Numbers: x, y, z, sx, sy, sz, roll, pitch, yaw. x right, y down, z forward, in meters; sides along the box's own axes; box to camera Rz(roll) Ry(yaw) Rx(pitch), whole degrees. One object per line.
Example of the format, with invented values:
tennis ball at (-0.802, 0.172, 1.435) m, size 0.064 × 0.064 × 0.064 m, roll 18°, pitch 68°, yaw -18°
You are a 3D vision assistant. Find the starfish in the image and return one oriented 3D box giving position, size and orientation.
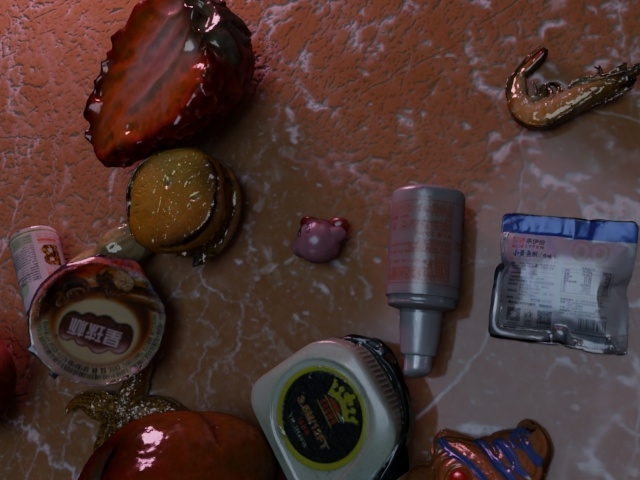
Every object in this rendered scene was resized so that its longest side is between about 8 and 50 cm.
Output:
starfish at (-0.324, 0.291, 1.046) m, size 0.241 × 0.043 × 0.227 m, roll 3°, pitch 78°, yaw 26°

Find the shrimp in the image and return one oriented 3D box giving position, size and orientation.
shrimp at (0.341, -0.224, 0.888) m, size 0.178 × 0.034 × 0.124 m, roll -27°, pitch 63°, yaw 20°

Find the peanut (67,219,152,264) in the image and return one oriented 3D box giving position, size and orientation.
peanut at (-0.359, 0.031, 1.096) m, size 0.187 × 0.082 × 0.082 m, roll -35°, pitch 67°, yaw 11°

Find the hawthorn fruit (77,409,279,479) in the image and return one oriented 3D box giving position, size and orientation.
hawthorn fruit at (-0.201, 0.356, 0.834) m, size 0.268 × 0.301 × 0.267 m, roll -17°, pitch 67°, yaw 45°

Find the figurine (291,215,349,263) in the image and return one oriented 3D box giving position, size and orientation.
figurine at (0.000, 0.000, 0.959) m, size 0.083 × 0.071 × 0.067 m, roll -13°, pitch 115°, yaw 28°

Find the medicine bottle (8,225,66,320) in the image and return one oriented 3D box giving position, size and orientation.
medicine bottle at (-0.485, 0.071, 1.138) m, size 0.086 × 0.086 × 0.183 m, roll -29°, pitch 69°, yaw 14°

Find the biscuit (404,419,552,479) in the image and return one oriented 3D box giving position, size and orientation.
biscuit at (0.169, 0.317, 0.779) m, size 0.280 × 0.043 × 0.183 m, roll -36°, pitch 34°, yaw -14°

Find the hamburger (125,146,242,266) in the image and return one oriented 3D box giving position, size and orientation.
hamburger at (-0.221, -0.060, 1.039) m, size 0.191 × 0.118 × 0.181 m, roll 17°, pitch 82°, yaw 22°

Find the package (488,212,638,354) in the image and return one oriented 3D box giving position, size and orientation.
package at (0.312, 0.052, 0.839) m, size 0.171 × 0.027 × 0.173 m, roll 6°, pitch 80°, yaw 27°

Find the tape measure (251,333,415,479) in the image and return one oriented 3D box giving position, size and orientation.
tape measure at (0.039, 0.250, 0.865) m, size 0.207 × 0.115 × 0.235 m, roll -36°, pitch 71°, yaw 18°

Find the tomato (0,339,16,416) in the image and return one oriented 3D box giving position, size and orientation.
tomato at (-0.627, 0.223, 1.093) m, size 0.232 × 0.232 × 0.188 m, roll 7°, pitch 64°, yaw 24°

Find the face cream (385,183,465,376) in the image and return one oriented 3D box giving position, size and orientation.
face cream at (0.138, 0.056, 0.870) m, size 0.101 × 0.101 × 0.251 m, roll 0°, pitch 79°, yaw 23°

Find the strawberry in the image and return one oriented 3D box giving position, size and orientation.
strawberry at (-0.250, -0.253, 1.089) m, size 0.336 × 0.149 × 0.265 m, roll -42°, pitch 63°, yaw 21°

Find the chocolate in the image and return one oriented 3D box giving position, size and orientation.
chocolate at (-0.363, 0.133, 1.035) m, size 0.147 × 0.221 × 0.221 m, roll -28°, pitch 62°, yaw 59°
